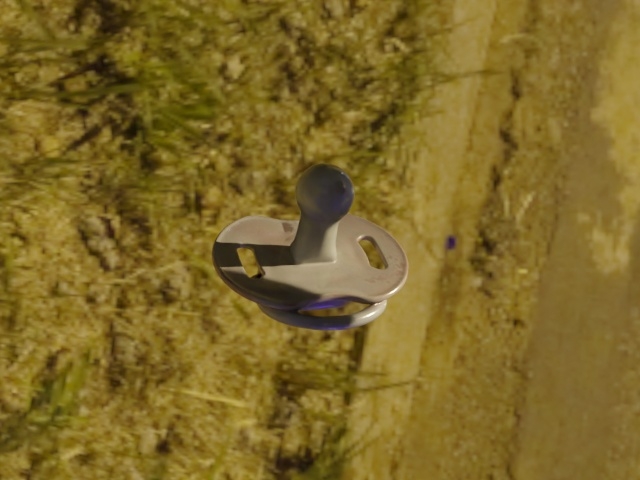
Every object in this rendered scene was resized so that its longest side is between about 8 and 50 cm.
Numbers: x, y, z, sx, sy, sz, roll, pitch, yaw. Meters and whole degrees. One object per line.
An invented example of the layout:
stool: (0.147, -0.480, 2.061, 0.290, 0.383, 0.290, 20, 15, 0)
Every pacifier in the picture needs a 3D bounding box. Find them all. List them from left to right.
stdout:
pacifier: (0.000, 0.000, 0.584, 0.099, 0.081, 0.078, -3, 127, -21)
